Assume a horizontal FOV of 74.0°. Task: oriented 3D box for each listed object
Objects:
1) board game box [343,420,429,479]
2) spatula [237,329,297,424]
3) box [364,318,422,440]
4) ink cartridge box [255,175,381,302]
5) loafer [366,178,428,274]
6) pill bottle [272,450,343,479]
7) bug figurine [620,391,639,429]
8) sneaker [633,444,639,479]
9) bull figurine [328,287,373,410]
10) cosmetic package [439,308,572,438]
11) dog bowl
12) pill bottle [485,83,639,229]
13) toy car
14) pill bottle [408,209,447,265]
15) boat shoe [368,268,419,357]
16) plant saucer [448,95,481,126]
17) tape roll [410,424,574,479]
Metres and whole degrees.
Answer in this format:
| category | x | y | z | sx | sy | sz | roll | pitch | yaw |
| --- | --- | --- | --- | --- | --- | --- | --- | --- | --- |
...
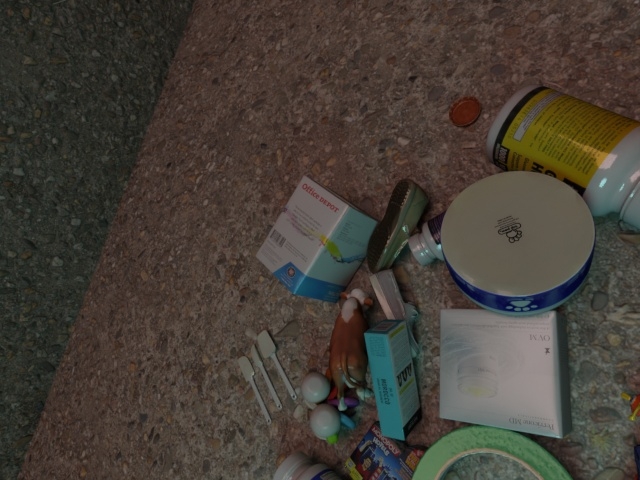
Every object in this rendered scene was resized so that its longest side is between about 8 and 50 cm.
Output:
| category | x | y | z | sx | sy | sz | roll | pitch | yaw |
| --- | --- | --- | --- | --- | --- | --- | --- | --- | --- |
| board game box | 0.179 | 0.524 | 0.980 | 0.194 | 0.060 | 0.194 | 40 | 101 | 38 |
| spatula | -0.167 | 0.417 | 1.305 | 0.168 | 0.019 | 0.242 | -47 | 54 | 16 |
| box | 0.168 | 0.313 | 0.971 | 0.060 | 0.100 | 0.245 | -6 | 96 | 37 |
| ink cartridge box | 0.000 | 0.000 | 1.187 | 0.198 | 0.197 | 0.270 | 39 | 101 | 39 |
| loafer | 0.205 | -0.024 | 1.106 | 0.102 | 0.091 | 0.269 | -117 | 46 | -61 |
| pill bottle | 0.010 | 0.642 | 1.015 | 0.272 | 0.152 | 0.152 | 26 | 93 | 39 |
| bug figurine | 0.655 | 0.229 | 0.696 | 0.216 | 0.072 | 0.279 | 25 | 92 | 39 |
| sneaker | 0.535 | 0.460 | 0.715 | 0.087 | 0.083 | 0.221 | -2 | 73 | 43 |
| bull figurine | 0.081 | 0.257 | 1.045 | 0.101 | 0.310 | 0.189 | -5 | 113 | 17 |
| cosmetic package | 0.371 | 0.258 | 0.864 | 0.223 | 0.138 | 0.225 | -6 | 74 | 36 |
| dog bowl | 0.369 | 0.003 | 0.813 | 0.264 | 0.104 | 0.265 | -12 | 59 | 21 |
| pill bottle | 0.519 | -0.167 | 0.845 | 0.188 | 0.187 | 0.334 | -54 | 51 | 11 |
| toy car | 0.030 | 0.418 | 1.092 | 0.136 | 0.159 | 0.182 | -16 | 61 | -7 |
| pill bottle | 0.312 | -0.018 | 1.011 | 0.193 | 0.108 | 0.108 | -32 | 59 | 26 |
| boat shoe | 0.200 | 0.174 | 1.056 | 0.081 | 0.079 | 0.228 | -25 | 72 | 2 |
| plant saucer | 0.380 | -0.338 | 1.116 | 0.083 | 0.013 | 0.084 | -12 | 70 | 34 |
| tape roll | 0.328 | 0.524 | 0.797 | 0.321 | 0.077 | 0.322 | -10 | 61 | 18 |
